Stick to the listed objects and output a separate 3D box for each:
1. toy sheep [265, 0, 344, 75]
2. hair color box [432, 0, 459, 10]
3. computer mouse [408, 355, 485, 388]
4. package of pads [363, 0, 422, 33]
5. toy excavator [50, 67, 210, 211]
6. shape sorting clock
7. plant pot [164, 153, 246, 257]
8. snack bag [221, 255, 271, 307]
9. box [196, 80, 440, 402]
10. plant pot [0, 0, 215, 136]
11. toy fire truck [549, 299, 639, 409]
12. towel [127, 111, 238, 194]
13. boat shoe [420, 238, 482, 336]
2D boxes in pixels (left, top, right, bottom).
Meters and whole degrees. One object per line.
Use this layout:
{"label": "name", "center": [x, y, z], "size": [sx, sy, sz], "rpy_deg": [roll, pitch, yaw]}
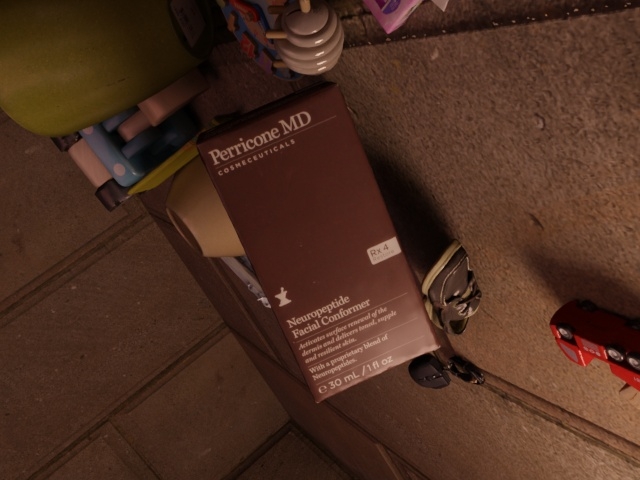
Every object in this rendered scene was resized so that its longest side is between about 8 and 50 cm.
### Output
{"label": "toy sheep", "center": [-0.016, -0.238, 0.773], "size": [0.091, 0.091, 0.132], "rpy_deg": [47, 174, 14]}
{"label": "hair color box", "center": [0.071, -0.279, 0.538], "size": [0.167, 0.053, 0.093], "rpy_deg": [49, 161, 13]}
{"label": "computer mouse", "center": [0.218, 0.243, 1.201], "size": [0.071, 0.041, 0.242], "rpy_deg": [53, 161, -1]}
{"label": "package of pads", "center": [0.073, -0.240, 0.640], "size": [0.050, 0.032, 0.083], "rpy_deg": [51, 162, -3]}
{"label": "toy excavator", "center": [-0.366, -0.260, 1.418], "size": [0.222, 0.445, 0.433], "rpy_deg": [54, -157, -8]}
{"label": "shape sorting clock", "center": [-0.080, -0.303, 0.881], "size": [0.206, 0.040, 0.206], "rpy_deg": [45, 161, 20]}
{"label": "plant pot", "center": [-0.206, -0.074, 1.385], "size": [0.284, 0.191, 0.284], "rpy_deg": [45, 162, 19]}
{"label": "snack bag", "center": [-0.143, 0.076, 1.586], "size": [0.323, 0.037, 0.342], "rpy_deg": [44, -177, 28]}
{"label": "box", "center": [0.000, 0.000, 0.895], "size": [0.143, 0.191, 0.381], "rpy_deg": [-121, 7, -75]}
{"label": "plant pot", "center": [-0.324, -0.318, 1.038], "size": [0.294, 0.274, 0.274], "rpy_deg": [-5, 132, 21]}
{"label": "toy fire truck", "center": [0.341, 0.147, 0.704], "size": [0.192, 0.047, 0.135], "rpy_deg": [24, 149, 57]}
{"label": "towel", "center": [-0.259, -0.164, 1.255], "size": [0.021, 0.237, 0.102], "rpy_deg": [56, -159, 0]}
{"label": "boat shoe", "center": [0.184, 0.071, 0.907], "size": [0.073, 0.080, 0.223], "rpy_deg": [38, 163, 20]}
